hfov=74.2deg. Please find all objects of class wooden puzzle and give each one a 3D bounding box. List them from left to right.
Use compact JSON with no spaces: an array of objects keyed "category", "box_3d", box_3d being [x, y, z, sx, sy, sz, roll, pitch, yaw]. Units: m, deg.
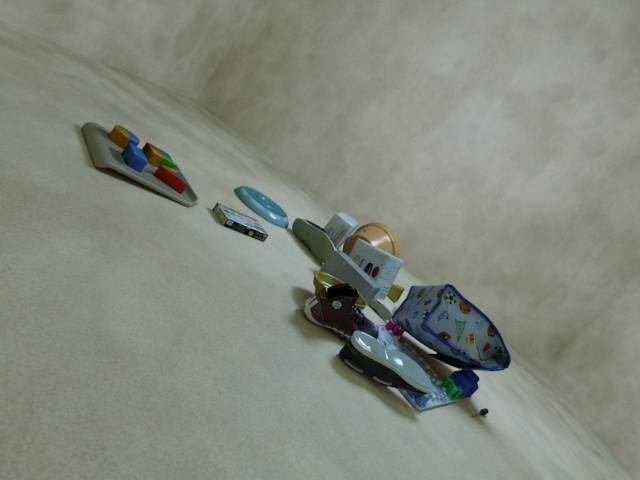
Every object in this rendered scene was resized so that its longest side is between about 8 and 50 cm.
[{"category":"wooden puzzle","box_3d":[-0.595,-0.273,1.431,0.347,0.081,0.322,25,18,-47]}]

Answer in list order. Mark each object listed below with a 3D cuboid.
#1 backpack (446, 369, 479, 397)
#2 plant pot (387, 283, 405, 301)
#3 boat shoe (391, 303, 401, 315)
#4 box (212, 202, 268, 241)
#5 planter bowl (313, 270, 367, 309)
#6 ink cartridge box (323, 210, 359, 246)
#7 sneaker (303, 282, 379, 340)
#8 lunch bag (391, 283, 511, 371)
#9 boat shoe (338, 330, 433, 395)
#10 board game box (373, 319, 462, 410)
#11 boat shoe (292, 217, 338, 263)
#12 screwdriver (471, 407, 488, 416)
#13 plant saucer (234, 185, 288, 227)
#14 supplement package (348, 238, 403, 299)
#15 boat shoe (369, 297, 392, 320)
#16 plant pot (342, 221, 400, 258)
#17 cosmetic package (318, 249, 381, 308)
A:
[{"category":"backpack","box_3d":[0.552,0.546,1.644,0.120,0.101,0.098,18,16,-47]},{"category":"plant pot","box_3d":[0.391,0.272,2.266,0.083,0.081,0.081,31,9,23]},{"category":"boat shoe","box_3d":[0.423,0.374,1.990,0.228,0.080,0.076,38,8,-38]},{"category":"box","box_3d":[-0.303,-0.068,1.615,0.206,0.036,0.114,25,17,-46]},{"category":"planter bowl","box_3d":[0.048,0.202,1.466,0.217,0.091,0.217,29,9,-5]},{"category":"ink cartridge box","box_3d":[0.080,-0.038,2.202,0.119,0.207,0.353,40,11,5]},{"category":"sneaker","box_3d":[0.100,0.224,1.312,0.281,0.162,0.107,25,37,-22]},{"category":"lunch bag","box_3d":[0.526,0.371,1.703,0.385,0.239,0.328,38,-11,-7]},{"category":"boat shoe","box_3d":[0.193,0.375,1.245,0.302,0.091,0.114,35,22,-7]},{"category":"board game box","box_3d":[0.302,0.418,1.514,0.390,0.050,0.389,46,14,35]},{"category":"boat shoe","box_3d":[-0.002,0.003,2.013,0.113,0.127,0.340,8,21,-45]},{"category":"screwdriver","box_3d":[0.591,0.647,1.582,0.025,0.024,0.169,8,-5,44]},{"category":"plant saucer","box_3d":[-0.278,-0.175,2.084,0.317,0.044,0.318,37,12,-9]},{"category":"supplement package","box_3d":[0.230,0.131,1.928,0.194,0.203,0.149,29,5,39]},{"category":"boat shoe","box_3d":[0.263,0.300,1.862,0.137,0.049,0.043,38,9,25]},{"category":"plant pot","box_3d":[0.252,0.057,2.262,0.291,0.291,0.203,43,30,24]},{"category":"cosmetic package","box_3d":[0.122,0.164,1.766,0.238,0.127,0.107,42,12,30]}]
